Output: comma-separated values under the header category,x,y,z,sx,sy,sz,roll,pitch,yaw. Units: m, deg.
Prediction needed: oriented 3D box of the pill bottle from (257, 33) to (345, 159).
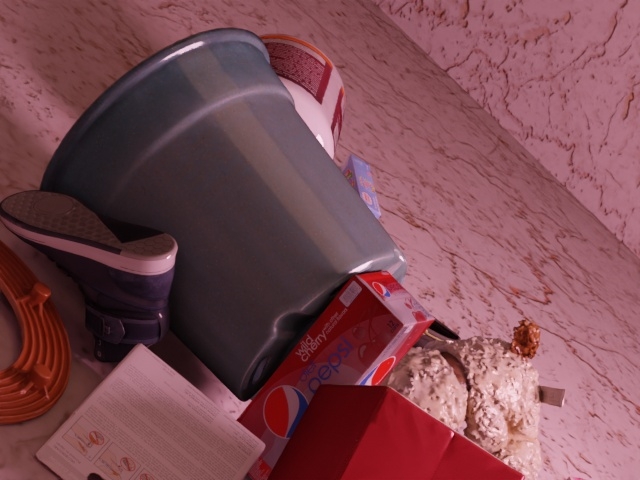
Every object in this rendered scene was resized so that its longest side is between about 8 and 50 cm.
category,x,y,z,sx,sy,sz,roll,pitch,yaw
pill bottle,-0.085,-0.160,2.426,0.224,0.224,0.392,36,19,-8

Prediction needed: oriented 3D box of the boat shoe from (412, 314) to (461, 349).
category,x,y,z,sx,sy,sz,roll,pitch,yaw
boat shoe,0.108,0.100,2.427,0.227,0.069,0.081,41,19,4

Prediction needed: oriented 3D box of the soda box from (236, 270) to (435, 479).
category,x,y,z,sx,sy,sz,roll,pitch,yaw
soda box,0.005,0.156,1.815,0.083,0.263,0.092,45,19,17

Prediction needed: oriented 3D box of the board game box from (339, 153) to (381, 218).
category,x,y,z,sx,sy,sz,roll,pitch,yaw
board game box,0.000,0.000,2.236,0.039,0.211,0.160,32,20,-19

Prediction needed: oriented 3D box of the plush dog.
category,x,y,z,sx,sy,sz,roll,pitch,yaw
plush dog,0.174,0.205,2.178,0.225,0.211,0.262,-7,44,-33

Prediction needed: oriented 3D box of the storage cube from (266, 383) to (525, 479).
category,x,y,z,sx,sy,sz,roll,pitch,yaw
storage cube,0.055,0.272,1.653,0.183,0.193,0.215,33,-14,-15

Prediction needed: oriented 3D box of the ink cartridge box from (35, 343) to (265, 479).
category,x,y,z,sx,sy,sz,roll,pitch,yaw
ink cartridge box,-0.179,0.227,1.679,0.181,0.056,0.225,39,38,1

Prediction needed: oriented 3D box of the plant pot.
category,x,y,z,sx,sy,sz,roll,pitch,yaw
plant pot,-0.097,-0.011,1.912,0.334,0.341,0.341,49,21,19

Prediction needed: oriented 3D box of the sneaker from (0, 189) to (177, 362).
category,x,y,z,sx,sy,sz,roll,pitch,yaw
sneaker,-0.262,0.045,1.806,0.226,0.163,0.086,22,38,23

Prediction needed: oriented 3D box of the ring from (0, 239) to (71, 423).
category,x,y,z,sx,sy,sz,roll,pitch,yaw
ring,-0.390,0.049,1.656,0.336,0.032,0.337,34,24,-17

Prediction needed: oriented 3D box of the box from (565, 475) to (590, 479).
category,x,y,z,sx,sy,sz,roll,pitch,yaw
box,0.373,0.453,1.997,0.142,0.154,0.300,18,29,-45
